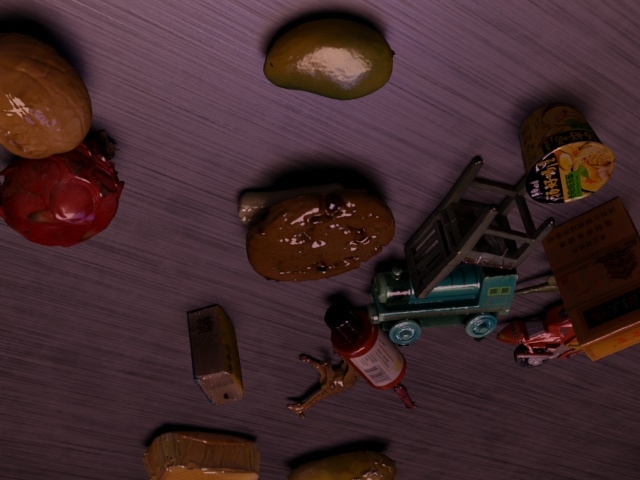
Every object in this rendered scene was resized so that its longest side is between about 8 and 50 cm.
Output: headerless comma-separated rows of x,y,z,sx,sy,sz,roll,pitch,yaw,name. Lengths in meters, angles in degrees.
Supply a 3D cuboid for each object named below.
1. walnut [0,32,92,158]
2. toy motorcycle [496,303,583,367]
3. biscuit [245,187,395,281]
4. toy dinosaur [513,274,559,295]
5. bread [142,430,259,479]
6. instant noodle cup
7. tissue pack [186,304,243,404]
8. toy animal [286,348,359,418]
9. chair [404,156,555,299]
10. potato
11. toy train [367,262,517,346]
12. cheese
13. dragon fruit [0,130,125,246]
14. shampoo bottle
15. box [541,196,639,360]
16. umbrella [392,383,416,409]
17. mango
-0.409,-0.199,1.245,0.159,0.159,0.207,-16,148,8,walnut
0.558,0.196,1.993,0.298,0.089,0.171,-26,138,20,toy motorcycle
0.000,0.002,1.600,0.295,0.075,0.296,-10,157,-4,biscuit
0.619,0.060,1.886,0.447,0.087,0.301,-9,-172,33,toy dinosaur
-0.293,0.557,2.228,0.288,0.119,0.152,13,133,-28,bread
0.406,-0.153,1.504,0.151,0.122,0.151,-7,143,-5,instant noodle cup
-0.212,0.233,1.807,0.082,0.169,0.120,-17,140,4,tissue pack
0.010,0.335,2.076,0.149,0.054,0.275,2,141,-11,toy animal
0.290,-0.007,1.645,0.147,0.136,0.270,11,135,-22,chair
0.061,0.650,2.404,0.300,0.140,0.173,-14,137,11,potato
0.245,0.109,1.803,0.298,0.120,0.194,-5,134,-7,toy train
-0.051,-0.066,1.573,0.194,0.043,0.065,-8,143,-4,cheese
-0.404,-0.075,1.388,0.209,0.172,0.172,-28,140,1,dragon fruit
0.090,0.221,1.908,0.104,0.104,0.278,-22,140,15,shampoo bottle
0.543,0.070,1.685,0.174,0.274,0.076,-29,135,22,box
0.206,0.386,2.204,0.027,0.025,0.165,-37,140,-1,umbrella
0.016,-0.266,1.306,0.191,0.086,0.122,3,143,-17,mango
